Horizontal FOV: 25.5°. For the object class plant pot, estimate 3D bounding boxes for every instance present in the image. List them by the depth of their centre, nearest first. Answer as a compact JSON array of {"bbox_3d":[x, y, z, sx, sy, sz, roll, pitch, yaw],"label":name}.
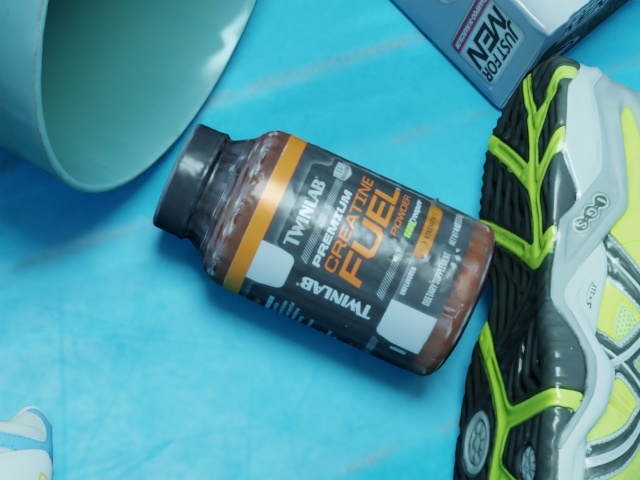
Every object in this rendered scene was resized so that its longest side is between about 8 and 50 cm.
[{"bbox_3d":[-0.181,-0.205,0.825,0.235,0.293,0.293,23,64,14],"label":"plant pot"}]

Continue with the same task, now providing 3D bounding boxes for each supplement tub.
[{"bbox_3d":[0.000,0.000,0.867,0.197,0.106,0.106,24,65,-2],"label":"supplement tub"}]

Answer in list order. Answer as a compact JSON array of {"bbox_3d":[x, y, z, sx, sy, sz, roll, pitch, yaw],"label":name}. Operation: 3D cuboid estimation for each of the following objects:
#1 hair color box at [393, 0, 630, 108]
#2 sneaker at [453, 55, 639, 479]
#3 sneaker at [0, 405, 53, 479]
[{"bbox_3d":[0.074,-0.296,1.001,0.185,0.113,0.374,-39,80,-23],"label":"hair color box"},{"bbox_3d":[0.176,0.073,0.859,0.147,0.145,0.385,15,71,-15],"label":"sneaker"},{"bbox_3d":[-0.262,0.114,0.781,0.228,0.087,0.092,17,58,-13],"label":"sneaker"}]
